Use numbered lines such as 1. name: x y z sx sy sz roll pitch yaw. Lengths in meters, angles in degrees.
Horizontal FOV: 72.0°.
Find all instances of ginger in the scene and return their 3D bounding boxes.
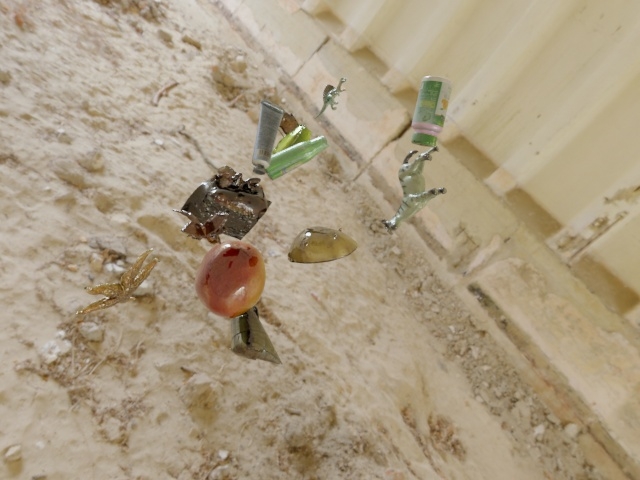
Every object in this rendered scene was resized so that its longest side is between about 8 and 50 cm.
1. ginger: -0.148 -0.523 2.169 0.309 0.133 0.107 57 -21 -16

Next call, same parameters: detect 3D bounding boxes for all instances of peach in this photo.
1. peach: -0.365 0.148 1.811 0.308 0.332 0.307 13 34 -9

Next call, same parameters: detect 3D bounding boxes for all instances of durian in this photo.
1. durian: -0.137 -0.413 1.999 0.101 0.250 0.139 32 18 -31

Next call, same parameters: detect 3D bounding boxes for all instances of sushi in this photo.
1. sushi: -0.305 -0.139 1.525 0.227 0.212 0.215 40 50 -11

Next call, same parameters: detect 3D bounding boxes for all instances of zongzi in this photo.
1. zongzi: -0.294 0.441 2.074 0.300 0.138 0.286 34 31 -40

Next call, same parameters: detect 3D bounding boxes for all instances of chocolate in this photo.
1. chocolate: -0.102 -0.361 1.879 0.110 0.291 0.110 -25 90 -84

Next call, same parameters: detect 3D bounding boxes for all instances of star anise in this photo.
1. star anise: -0.351 -0.059 1.301 0.141 0.158 0.144 -13 65 -21

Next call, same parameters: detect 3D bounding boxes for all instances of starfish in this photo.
1. starfish: -0.700 0.168 1.542 0.060 0.299 0.302 44 34 9

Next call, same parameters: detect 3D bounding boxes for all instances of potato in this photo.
1. potato: 0.000 0.000 1.774 0.239 0.299 0.115 -31 115 -52

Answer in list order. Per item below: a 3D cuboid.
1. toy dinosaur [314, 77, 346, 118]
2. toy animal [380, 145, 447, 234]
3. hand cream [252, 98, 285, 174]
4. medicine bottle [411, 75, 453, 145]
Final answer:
1. toy dinosaur: 0.036 -0.577 1.772 0.044 0.187 0.106 -2 77 -44
2. toy animal: 0.229 -0.128 1.120 0.074 0.176 0.216 20 61 -38
3. hand cream: -0.168 -0.327 1.396 0.088 0.055 0.255 19 69 -27
4. medicine bottle: 0.462 -0.537 1.851 0.134 0.273 0.133 12 9 -2
